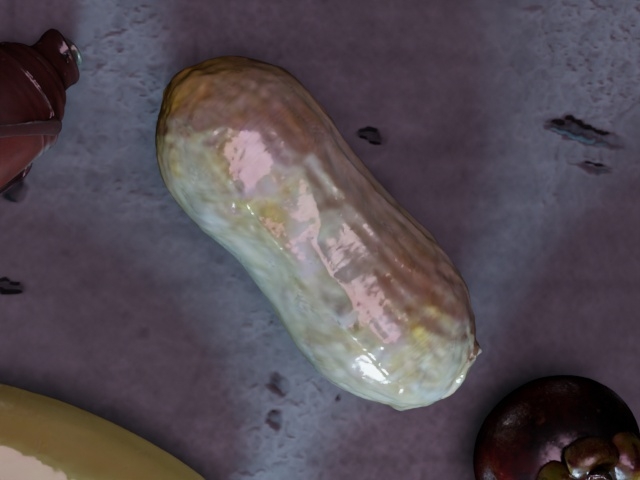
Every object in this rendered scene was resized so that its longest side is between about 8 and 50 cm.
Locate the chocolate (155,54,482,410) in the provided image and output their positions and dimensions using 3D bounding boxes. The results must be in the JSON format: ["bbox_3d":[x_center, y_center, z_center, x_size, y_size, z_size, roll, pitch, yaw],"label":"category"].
[{"bbox_3d":[0.000,0.000,1.109,0.134,0.134,0.309,-40,105,-3],"label":"chocolate"}]

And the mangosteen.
[{"bbox_3d":[0.184,0.166,1.164,0.140,0.140,0.140,-2,99,-10],"label":"mangosteen"}]

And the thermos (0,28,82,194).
[{"bbox_3d":[-0.248,-0.063,1.056,0.232,0.099,0.124,-44,147,-32],"label":"thermos"}]

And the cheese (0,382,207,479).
[{"bbox_3d":[-0.226,0.229,1.110,0.316,0.128,0.260,37,82,-19],"label":"cheese"}]
